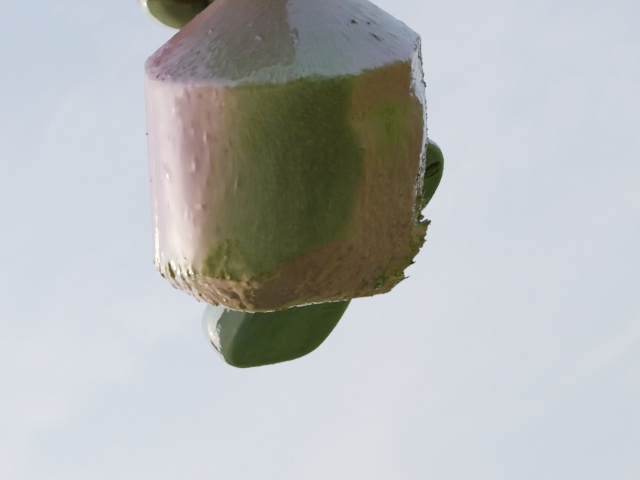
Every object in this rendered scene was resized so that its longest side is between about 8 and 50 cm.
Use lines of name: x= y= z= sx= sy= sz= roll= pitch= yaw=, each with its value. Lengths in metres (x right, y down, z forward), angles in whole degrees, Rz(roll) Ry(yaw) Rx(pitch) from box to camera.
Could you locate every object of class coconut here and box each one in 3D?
coconut: x=-0.023 y=-0.084 z=1.244 sx=0.233 sy=0.233 sz=0.245 roll=-11 pitch=-69 yaw=-37

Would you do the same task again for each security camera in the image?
security camera: x=0.000 y=0.000 z=1.539 sx=0.157 sy=0.080 sz=0.301 roll=-5 pitch=-40 yaw=-45

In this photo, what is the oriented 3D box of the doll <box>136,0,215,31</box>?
doll: x=-0.127 y=-0.305 z=1.240 sx=0.330 sy=0.235 sz=0.174 roll=98 pitch=-162 yaw=-64
